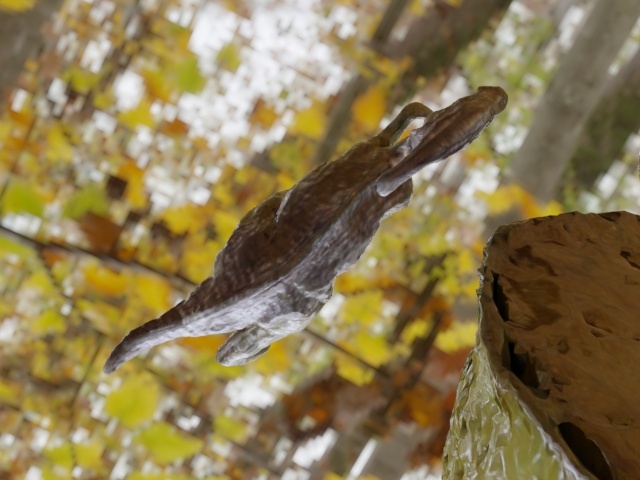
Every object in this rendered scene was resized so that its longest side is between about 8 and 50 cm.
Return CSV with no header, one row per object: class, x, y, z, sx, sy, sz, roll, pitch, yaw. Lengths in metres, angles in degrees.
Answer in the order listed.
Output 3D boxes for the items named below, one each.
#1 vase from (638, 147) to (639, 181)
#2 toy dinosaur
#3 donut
vase,0.244,-0.083,1.139,0.120,0.120,0.183,16,-118,-23
toy dinosaur,-0.004,-0.007,1.238,0.077,0.294,0.162,44,-169,3
donut,0.153,0.104,0.626,0.272,0.107,0.272,19,-155,-9
